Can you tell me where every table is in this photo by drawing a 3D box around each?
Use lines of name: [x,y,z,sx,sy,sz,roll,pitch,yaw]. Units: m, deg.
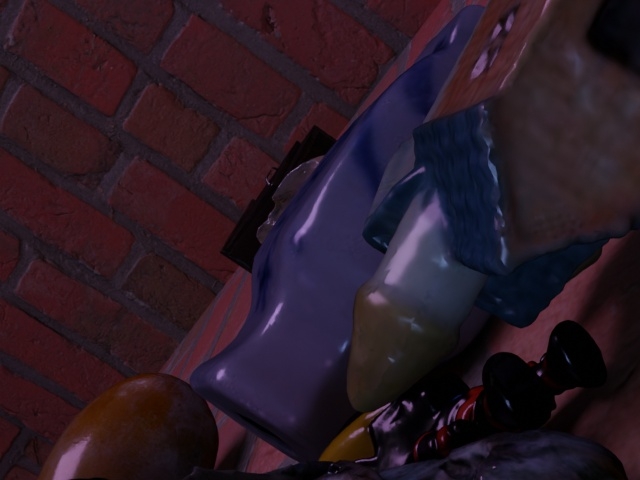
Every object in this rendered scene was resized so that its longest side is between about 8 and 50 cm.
table: [-0.022,-0.042,1.431,0.193,0.172,0.169,-50,10,34]

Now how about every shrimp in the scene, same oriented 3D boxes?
shrimp: [-0.009,0.182,0.494,0.372,0.172,0.137,-34,-3,25]

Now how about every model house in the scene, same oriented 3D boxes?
model house: [0.135,-0.029,0.488,0.325,0.194,0.267,-58,7,-1]

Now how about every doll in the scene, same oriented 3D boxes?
doll: [0.071,0.126,0.587,0.248,0.127,0.088,130,138,-50]

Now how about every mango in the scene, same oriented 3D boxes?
mango: [-0.266,0.335,1.164,0.199,0.221,0.384,6,43,38]

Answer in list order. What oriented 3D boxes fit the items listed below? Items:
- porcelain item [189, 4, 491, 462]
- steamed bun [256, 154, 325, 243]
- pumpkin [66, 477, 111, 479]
porcelain item: [0.063,-0.002,0.800,0.405,0.178,0.242,-55,7,-17]
steamed bun: [0.000,0.000,1.175,0.225,0.170,0.200,-49,15,45]
pumpkin: [-0.247,0.365,0.970,0.162,0.220,0.220,-11,43,57]
